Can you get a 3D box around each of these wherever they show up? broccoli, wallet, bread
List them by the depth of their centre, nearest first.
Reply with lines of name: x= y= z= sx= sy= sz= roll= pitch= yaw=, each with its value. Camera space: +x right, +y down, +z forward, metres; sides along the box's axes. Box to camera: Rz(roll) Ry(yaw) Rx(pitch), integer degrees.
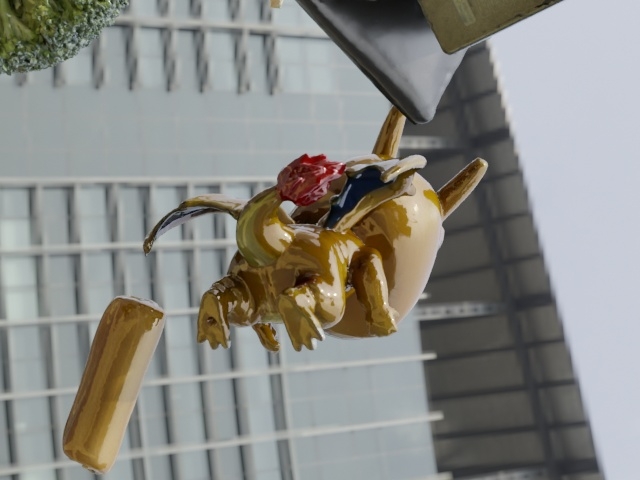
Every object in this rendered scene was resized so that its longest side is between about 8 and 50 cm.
wallet: x=0.032 y=-0.300 z=1.517 sx=0.051 sy=0.377 sz=0.197 roll=3 pitch=-122 yaw=49
broccoli: x=-0.352 y=-0.349 z=1.672 sx=0.361 sy=0.221 sz=0.252 roll=72 pitch=-1 yaw=-48
bread: x=-0.276 y=0.187 z=1.973 sx=0.092 sy=0.074 sz=0.239 roll=19 pitch=-90 yaw=51

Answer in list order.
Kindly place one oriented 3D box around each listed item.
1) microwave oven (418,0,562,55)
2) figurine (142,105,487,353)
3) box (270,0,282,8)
microwave oven: x=0.160 y=-0.427 z=1.390 sx=0.236 sy=0.374 sz=0.432 roll=-24 pitch=-86 yaw=22
figurine: x=0.030 y=0.000 z=1.917 sx=0.401 sy=0.387 sz=0.268 roll=-25 pitch=-89 yaw=38
box: x=-0.045 y=-0.316 z=1.750 sx=0.093 sy=0.015 sz=0.058 roll=-78 pitch=175 yaw=-50
